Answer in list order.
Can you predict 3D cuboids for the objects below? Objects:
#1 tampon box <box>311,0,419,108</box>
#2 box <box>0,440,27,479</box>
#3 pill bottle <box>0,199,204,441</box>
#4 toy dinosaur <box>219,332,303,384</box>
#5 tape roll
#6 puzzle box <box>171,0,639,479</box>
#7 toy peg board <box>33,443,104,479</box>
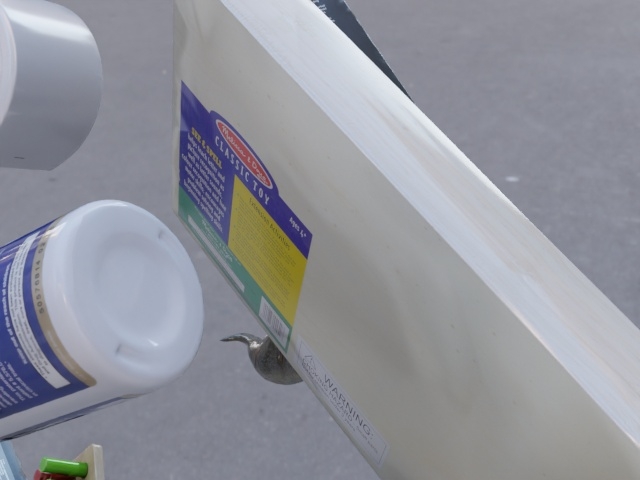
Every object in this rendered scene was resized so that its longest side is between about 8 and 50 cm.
[{"bbox_3d":[-0.010,-0.109,0.829,0.101,0.120,0.161,-23,69,-22],"label":"tampon box"},{"bbox_3d":[-0.295,0.199,0.890,0.051,0.175,0.220,-21,44,-22],"label":"box"},{"bbox_3d":[-0.150,0.049,0.513,0.169,0.094,0.094,-22,12,32],"label":"pill bottle"},{"bbox_3d":[-0.044,0.176,1.676,0.314,0.160,0.121,-4,-18,18],"label":"toy dinosaur"},{"bbox_3d":[-0.446,-0.221,1.382,0.246,0.246,0.169,14,6,28],"label":"tape roll"},{"bbox_3d":[0.033,0.028,0.645,0.052,0.272,0.409,-29,65,-25],"label":"puzzle box"},{"bbox_3d":[-0.369,0.382,1.388,0.079,0.161,0.161,20,42,-37],"label":"toy peg board"}]
